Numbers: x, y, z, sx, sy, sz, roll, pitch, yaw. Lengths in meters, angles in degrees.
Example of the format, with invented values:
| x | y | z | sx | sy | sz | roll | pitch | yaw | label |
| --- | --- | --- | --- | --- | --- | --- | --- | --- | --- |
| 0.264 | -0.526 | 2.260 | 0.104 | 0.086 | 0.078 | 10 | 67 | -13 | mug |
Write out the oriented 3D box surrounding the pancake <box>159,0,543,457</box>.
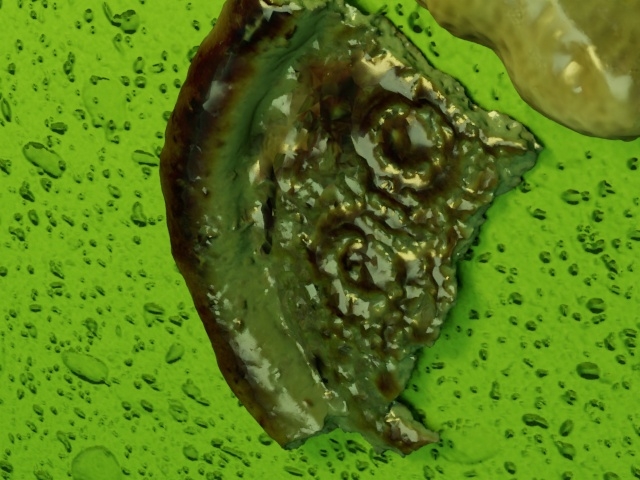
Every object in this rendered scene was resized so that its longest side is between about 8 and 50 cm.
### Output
| x | y | z | sx | sy | sz | roll | pitch | yaw | label |
| --- | --- | --- | --- | --- | --- | --- | --- | --- | --- |
| -0.005 | -0.003 | 1.278 | 0.305 | 0.067 | 0.426 | 27 | 120 | 18 | pancake |

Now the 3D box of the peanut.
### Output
| x | y | z | sx | sy | sz | roll | pitch | yaw | label |
| --- | --- | --- | --- | --- | --- | --- | --- | --- | --- |
| 0.158 | -0.156 | 1.078 | 0.253 | 0.122 | 0.137 | 42 | 136 | 13 | peanut |
